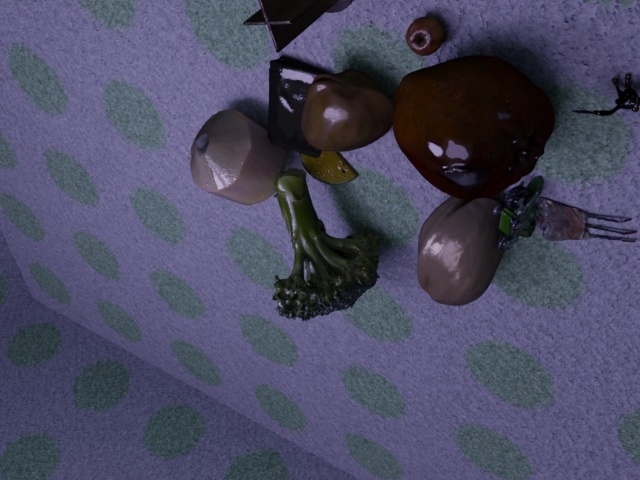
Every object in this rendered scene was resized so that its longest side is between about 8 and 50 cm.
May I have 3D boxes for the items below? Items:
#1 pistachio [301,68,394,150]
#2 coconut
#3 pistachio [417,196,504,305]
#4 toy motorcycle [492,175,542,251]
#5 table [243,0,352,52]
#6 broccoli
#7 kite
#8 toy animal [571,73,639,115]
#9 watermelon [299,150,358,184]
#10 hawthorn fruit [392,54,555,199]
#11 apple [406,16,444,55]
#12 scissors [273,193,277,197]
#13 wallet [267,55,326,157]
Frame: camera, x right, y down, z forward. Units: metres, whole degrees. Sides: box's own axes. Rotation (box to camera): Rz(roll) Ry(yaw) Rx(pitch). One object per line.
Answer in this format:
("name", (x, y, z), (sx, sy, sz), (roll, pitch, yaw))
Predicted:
("pistachio", (0.062, -0.290, 1.894), (0.213, 0.162, 0.260), (24, 154, -1))
("coconut", (-0.237, -0.224, 2.159), (0.239, 0.239, 0.244), (4, 164, 41))
("pistachio", (0.344, 0.018, 1.935), (0.226, 0.207, 0.331), (-3, 124, -12))
("toy motorcycle", (0.456, -0.055, 1.825), (0.074, 0.106, 0.190), (45, 149, 37))
("table", (-0.051, -0.513, 1.696), (0.167, 0.226, 0.167), (25, 142, 21))
("broccoli", (0.011, 0.007, 2.167), (0.275, 0.396, 0.353), (-18, 165, 14))
("kite", (0.592, -0.038, 1.792), (0.230, 0.016, 0.127), (7, 136, 39))
("toy animal", (0.578, -0.264, 1.489), (0.220, 0.108, 0.062), (-9, 125, 6))
("watermelon", (0.000, -0.205, 2.111), (0.181, 0.075, 0.092), (48, 140, -8))
("hawthorn fruit", (0.298, -0.241, 1.617), (0.325, 0.308, 0.308), (42, 146, 12))
("apple", (0.221, -0.430, 1.670), (0.084, 0.071, 0.084), (18, 134, 20))
("scissors", (-0.091, -0.132, 2.326), (0.119, 0.014, 0.058), (2, 125, 38))
("wallet", (-0.058, -0.335, 2.022), (0.169, 0.052, 0.245), (21, 130, 18))
